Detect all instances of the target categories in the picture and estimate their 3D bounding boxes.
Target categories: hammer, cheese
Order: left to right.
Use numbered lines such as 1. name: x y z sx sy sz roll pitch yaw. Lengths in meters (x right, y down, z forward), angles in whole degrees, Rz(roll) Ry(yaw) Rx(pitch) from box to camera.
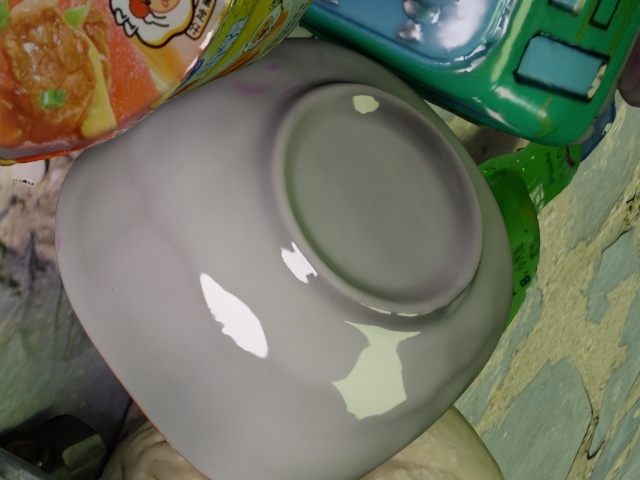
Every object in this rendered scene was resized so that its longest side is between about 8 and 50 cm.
1. hammer: -0.207 0.270 1.085 0.111 0.043 0.365 -29 141 -50
2. cheese: 0.136 -0.009 1.408 0.320 0.083 0.204 -50 152 -19

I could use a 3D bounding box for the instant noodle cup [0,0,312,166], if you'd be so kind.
1. instant noodle cup: -0.092 -0.138 0.712 0.205 0.205 0.153 -68 166 15

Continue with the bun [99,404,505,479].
1. bun: -0.038 0.232 1.093 0.227 0.349 0.352 12 143 -23

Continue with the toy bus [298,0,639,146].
1. toy bus: 0.118 -0.235 1.017 0.199 0.183 0.344 4 111 -62

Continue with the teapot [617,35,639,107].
1. teapot: 0.319 -0.159 1.522 0.148 0.146 0.116 108 -18 -58

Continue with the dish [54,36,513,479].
1. dish: 0.000 0.000 0.940 0.256 0.256 0.117 -38 -178 -42

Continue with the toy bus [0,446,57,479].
1. toy bus: -0.214 0.137 0.817 0.138 0.097 0.342 -60 146 -9
